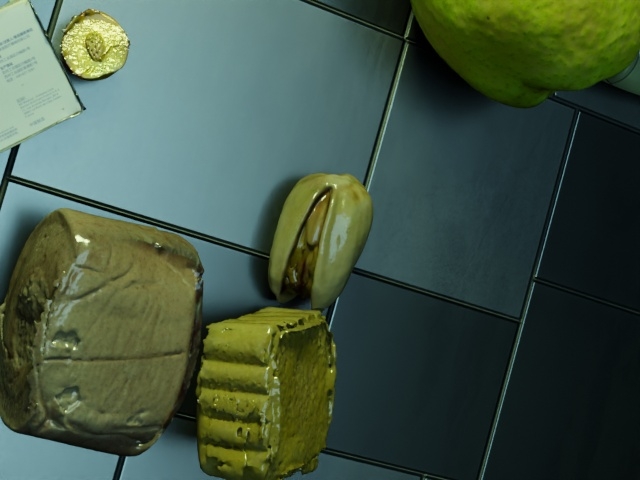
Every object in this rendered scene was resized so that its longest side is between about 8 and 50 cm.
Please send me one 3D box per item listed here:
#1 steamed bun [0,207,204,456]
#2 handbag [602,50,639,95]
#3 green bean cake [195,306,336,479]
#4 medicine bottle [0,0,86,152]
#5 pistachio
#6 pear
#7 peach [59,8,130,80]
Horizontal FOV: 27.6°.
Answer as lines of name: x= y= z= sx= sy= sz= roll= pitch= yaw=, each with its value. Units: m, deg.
steamed bun: x=-0.299 y=0.114 z=1.695 sx=0.251 sy=0.199 sz=0.301 roll=12 pitch=96 yaw=-41
handbag: x=0.572 y=-0.335 z=2.126 sx=0.315 sy=0.109 sz=0.241 roll=6 pitch=91 yaw=-37
green bean cake: x=-0.076 y=0.210 z=1.775 sx=0.229 sy=0.131 sz=0.224 roll=-7 pitch=101 yaw=-67
medicine bottle: x=-0.431 y=-0.200 z=1.691 sx=0.201 sy=0.052 sz=0.171 roll=-31 pitch=104 yaw=-19
pistachio: x=0.000 y=0.000 z=1.860 sx=0.129 sy=0.131 sz=0.206 roll=20 pitch=92 yaw=21
pear: x=0.305 y=-0.373 z=1.845 sx=0.391 sy=0.391 sz=0.391 roll=-1 pitch=93 yaw=-24
peach: x=-0.306 y=-0.256 z=1.739 sx=0.098 sy=0.061 sz=0.098 roll=3 pitch=80 yaw=-18
